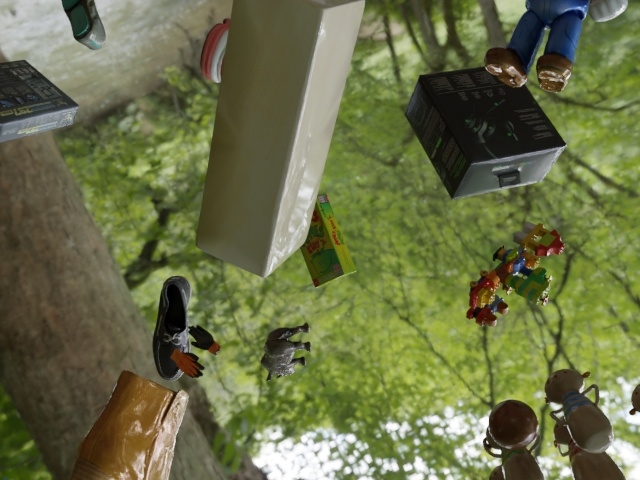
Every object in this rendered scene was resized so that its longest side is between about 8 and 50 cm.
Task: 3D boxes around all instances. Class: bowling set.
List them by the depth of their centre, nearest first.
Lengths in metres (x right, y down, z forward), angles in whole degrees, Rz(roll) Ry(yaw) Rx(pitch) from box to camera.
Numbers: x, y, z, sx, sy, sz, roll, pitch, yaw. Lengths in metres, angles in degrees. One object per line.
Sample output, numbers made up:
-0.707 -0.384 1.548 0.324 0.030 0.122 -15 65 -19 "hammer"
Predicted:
0.275 0.219 0.807 0.287 0.200 0.154 -39 -163 13 "bowling set"

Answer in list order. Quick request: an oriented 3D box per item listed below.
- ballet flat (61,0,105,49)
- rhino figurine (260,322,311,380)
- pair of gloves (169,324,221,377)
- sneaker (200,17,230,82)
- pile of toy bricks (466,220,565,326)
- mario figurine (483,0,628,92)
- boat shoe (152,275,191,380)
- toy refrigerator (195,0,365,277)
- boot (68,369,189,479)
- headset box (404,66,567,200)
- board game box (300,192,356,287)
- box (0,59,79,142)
-0.511 -0.493 1.481 0.072 0.213 0.068 -30 151 15 "ballet flat"
-0.091 0.279 1.659 0.107 0.073 0.243 -7 148 -15 "rhino figurine"
-0.218 0.193 1.190 0.083 0.074 0.010 -56 159 2 "pair of gloves"
-0.052 -0.323 1.123 0.314 0.136 0.115 -47 164 -35 "sneaker"
0.345 0.073 1.174 0.105 0.118 0.212 29 -126 33 "pile of toy bricks"
0.347 -0.397 1.020 0.170 0.198 0.320 113 -3 -83 "mario figurine"
-0.287 0.170 1.310 0.075 0.205 0.065 6 180 0 "boat shoe"
-0.047 -0.110 0.671 0.094 0.269 0.102 24 -149 14 "toy refrigerator"
-0.227 0.311 0.936 0.104 0.295 0.211 12 -119 23 "boot"
0.365 -0.241 1.529 0.247 0.283 0.131 -13 150 -19 "headset box"
0.000 0.000 1.462 0.092 0.181 0.043 -28 170 40 "board game box"
-0.682 -0.311 1.510 0.059 0.183 0.233 -55 172 32 "box"
